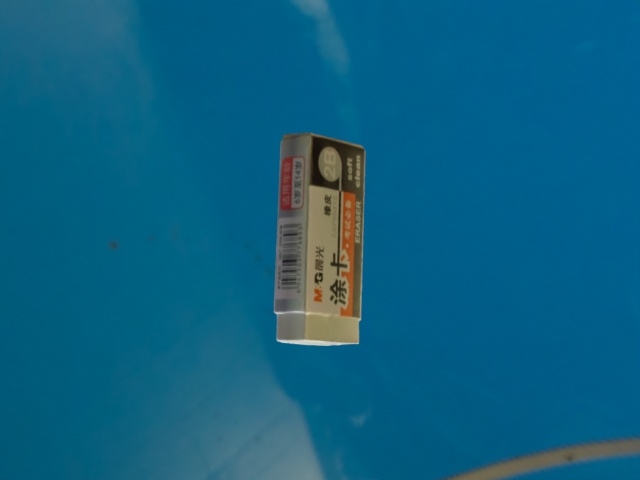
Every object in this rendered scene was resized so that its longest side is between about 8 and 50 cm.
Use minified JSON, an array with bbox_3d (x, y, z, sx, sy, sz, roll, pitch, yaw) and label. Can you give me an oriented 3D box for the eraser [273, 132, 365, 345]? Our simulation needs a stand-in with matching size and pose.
[{"bbox_3d":[0.000,0.000,0.850,0.052,0.029,0.122,9,-100,-48],"label":"eraser"}]
